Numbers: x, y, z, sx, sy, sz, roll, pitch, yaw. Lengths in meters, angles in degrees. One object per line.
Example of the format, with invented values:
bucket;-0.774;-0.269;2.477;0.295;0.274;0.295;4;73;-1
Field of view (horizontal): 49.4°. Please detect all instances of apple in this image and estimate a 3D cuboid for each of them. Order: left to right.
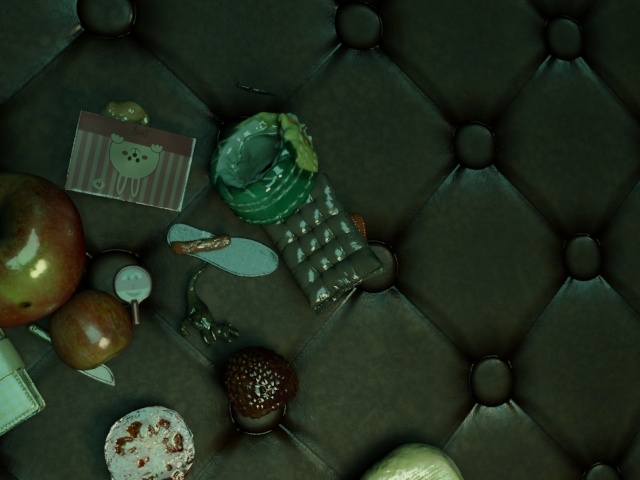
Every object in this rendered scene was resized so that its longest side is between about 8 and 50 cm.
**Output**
apple;-0.696;0.023;1.570;0.348;0.277;0.349;-2;67;6
apple;-0.551;0.213;1.665;0.188;0.188;0.174;-34;85;-17

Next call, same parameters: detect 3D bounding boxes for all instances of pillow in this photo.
pillow;0.000;0.000;1.837;0.228;0.101;0.326;-32;77;9

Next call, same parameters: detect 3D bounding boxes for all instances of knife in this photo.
knife;-0.615;0.287;1.724;0.256;0.022;0.046;36;69;-15

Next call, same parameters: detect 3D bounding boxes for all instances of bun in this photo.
bun;0.249;0.722;1.850;0.360;0.213;0.362;1;75;-3

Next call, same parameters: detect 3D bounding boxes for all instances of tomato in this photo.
tomato;-0.425;0.516;1.728;0.224;0.085;0.225;2;82;-14

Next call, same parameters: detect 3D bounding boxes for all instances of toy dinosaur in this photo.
toy dinosaur;-0.292;0.184;1.833;0.187;0.087;0.179;45;40;-25

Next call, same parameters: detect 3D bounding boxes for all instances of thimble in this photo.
thimble;-0.138;-0.188;1.787;0.288;0.254;0.167;-51;142;-9

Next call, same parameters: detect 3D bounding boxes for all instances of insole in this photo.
insole;-0.258;0.025;1.862;0.309;0.012;0.110;20;81;-14

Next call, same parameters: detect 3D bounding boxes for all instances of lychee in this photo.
lychee;-0.160;0.356;1.781;0.188;0.188;0.188;2;84;-17

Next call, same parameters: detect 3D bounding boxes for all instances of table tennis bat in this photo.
table tennis bat;-0.478;0.139;1.784;0.098;0.019;0.155;-4;83;-17

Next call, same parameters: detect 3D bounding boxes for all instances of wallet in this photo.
wallet;-0.819;0.322;1.639;0.223;0.077;0.310;-30;93;-13

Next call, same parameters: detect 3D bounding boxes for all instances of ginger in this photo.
ginger;-0.529;-0.258;1.775;0.137;0.074;0.213;33;73;-7

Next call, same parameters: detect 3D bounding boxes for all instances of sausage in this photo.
sausage;-0.312;0.010;1.822;0.157;0.042;0.036;-8;125;-15

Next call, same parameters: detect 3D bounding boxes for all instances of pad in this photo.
pad;-0.476;-0.197;1.766;0.299;0.005;0.202;12;93;-28

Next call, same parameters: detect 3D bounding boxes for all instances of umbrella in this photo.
umbrella;-0.175;-0.415;1.925;0.122;0.022;0.013;14;55;-26

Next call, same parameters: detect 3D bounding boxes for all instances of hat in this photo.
hat;0.043;-0.012;1.918;0.162;0.094;0.112;-18;125;-10
